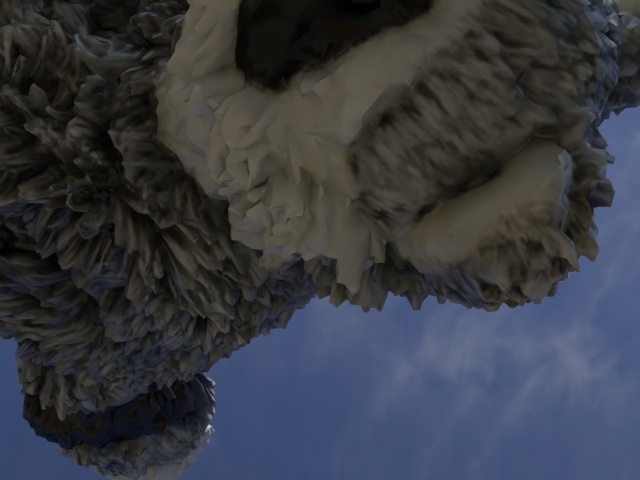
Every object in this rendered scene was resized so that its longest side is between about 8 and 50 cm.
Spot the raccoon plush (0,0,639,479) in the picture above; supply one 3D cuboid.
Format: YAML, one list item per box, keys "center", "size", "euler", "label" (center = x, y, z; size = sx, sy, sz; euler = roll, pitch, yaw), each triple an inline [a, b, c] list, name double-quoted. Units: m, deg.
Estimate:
- center: [0.000, 0.000, 0.570]
  size: [0.299, 0.446, 0.216]
  euler: [17, -115, 20]
  label: "raccoon plush"
